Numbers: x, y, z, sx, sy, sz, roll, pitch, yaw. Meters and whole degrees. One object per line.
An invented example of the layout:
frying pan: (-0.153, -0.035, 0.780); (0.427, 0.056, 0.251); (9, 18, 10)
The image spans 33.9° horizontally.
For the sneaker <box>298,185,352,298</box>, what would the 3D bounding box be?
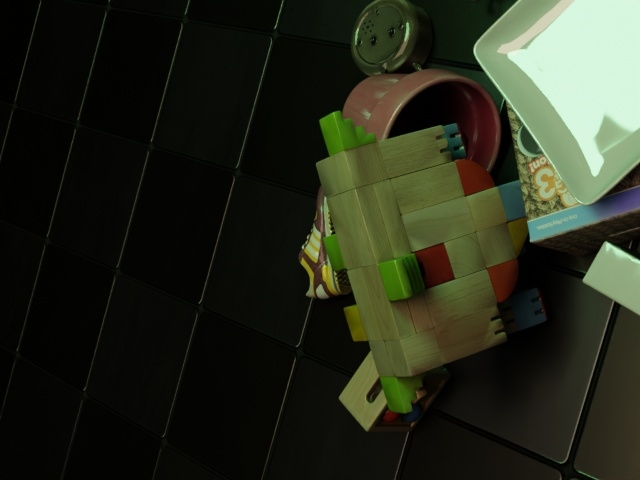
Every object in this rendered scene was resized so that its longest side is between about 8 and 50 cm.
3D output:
sneaker: (0.000, 0.000, 1.663); (0.084, 0.069, 0.186); (-12, 73, 33)

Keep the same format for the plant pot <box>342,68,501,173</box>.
plant pot: (0.128, -0.159, 1.514); (0.180, 0.201, 0.201); (37, 107, 55)

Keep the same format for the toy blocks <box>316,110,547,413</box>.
toy blocks: (0.165, -0.002, 1.358); (0.190, 0.261, 0.381); (-16, 91, 68)

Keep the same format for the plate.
plate: (0.347, -0.223, 1.232); (0.278, 0.045, 0.277); (-44, 58, 26)

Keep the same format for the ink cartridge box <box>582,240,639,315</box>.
ink cartridge box: (0.470, 0.110, 1.178); (0.332, 0.165, 0.065); (37, 105, 38)

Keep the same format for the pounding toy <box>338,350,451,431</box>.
pounding toy: (0.117, 0.205, 1.486); (0.100, 0.130, 0.141); (46, 111, 36)

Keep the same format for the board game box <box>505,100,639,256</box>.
board game box: (0.372, -0.154, 1.324); (0.232, 0.141, 0.291); (-20, 69, 37)

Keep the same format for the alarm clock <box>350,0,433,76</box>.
alarm clock: (0.105, -0.332, 1.639); (0.129, 0.064, 0.192); (-17, 68, 38)
